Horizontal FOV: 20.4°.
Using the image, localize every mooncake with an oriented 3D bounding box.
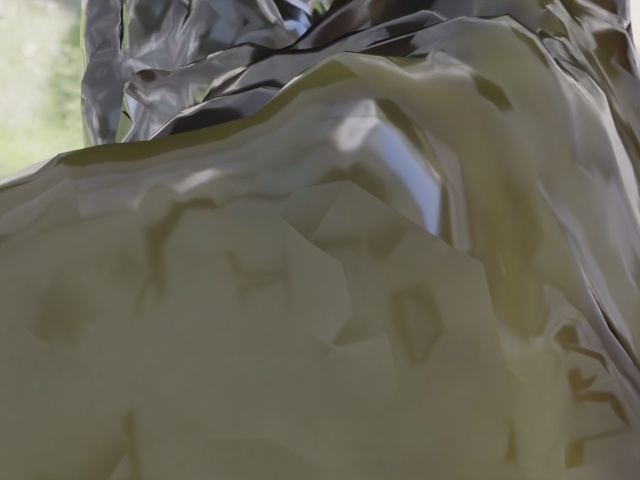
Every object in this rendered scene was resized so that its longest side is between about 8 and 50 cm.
[{"bbox_3d":[0.000,0.000,0.604,0.246,0.394,0.393,-17,152,15],"label":"mooncake"}]
